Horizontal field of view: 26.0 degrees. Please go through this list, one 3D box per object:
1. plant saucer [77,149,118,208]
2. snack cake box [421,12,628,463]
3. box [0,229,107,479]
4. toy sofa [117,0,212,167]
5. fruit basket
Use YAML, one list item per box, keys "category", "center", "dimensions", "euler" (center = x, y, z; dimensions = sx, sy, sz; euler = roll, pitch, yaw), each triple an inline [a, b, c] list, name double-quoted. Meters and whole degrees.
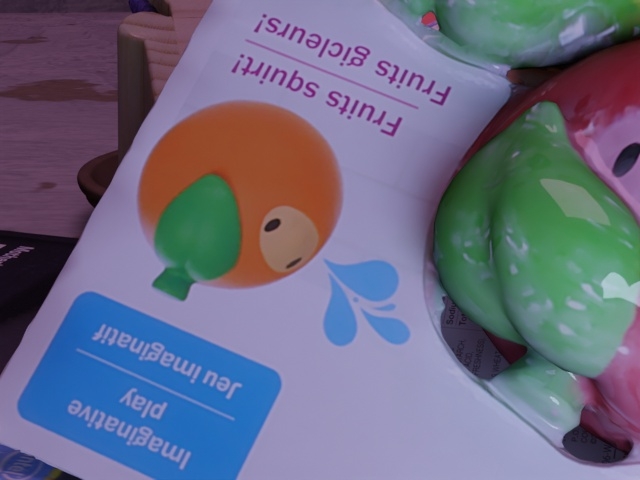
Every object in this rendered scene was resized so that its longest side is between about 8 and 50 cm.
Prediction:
- category: "plant saucer"
  center: [-0.033, -0.035, 0.989]
  dimensions: [0.278, 0.041, 0.278]
  euler: [0, 14, 0]
- category: "snack cake box"
  center: [0.083, -0.014, 0.511]
  dimensions: [0.152, 0.089, 0.264]
  euler: [4, 60, 19]
- category: "box"
  center: [-0.206, 0.085, 0.423]
  dimensions: [0.318, 0.097, 0.395]
  euler: [7, 17, 15]
- category: "toy sofa"
  center: [0.078, -0.046, 0.718]
  dimensions: [0.363, 0.150, 0.177]
  euler: [-4, 39, -12]
- category: "fruit basket"
  center: [0.127, -0.045, 0.370]
  dimensions: [0.327, 0.353, 0.165]
  euler: [23, -24, 12]
